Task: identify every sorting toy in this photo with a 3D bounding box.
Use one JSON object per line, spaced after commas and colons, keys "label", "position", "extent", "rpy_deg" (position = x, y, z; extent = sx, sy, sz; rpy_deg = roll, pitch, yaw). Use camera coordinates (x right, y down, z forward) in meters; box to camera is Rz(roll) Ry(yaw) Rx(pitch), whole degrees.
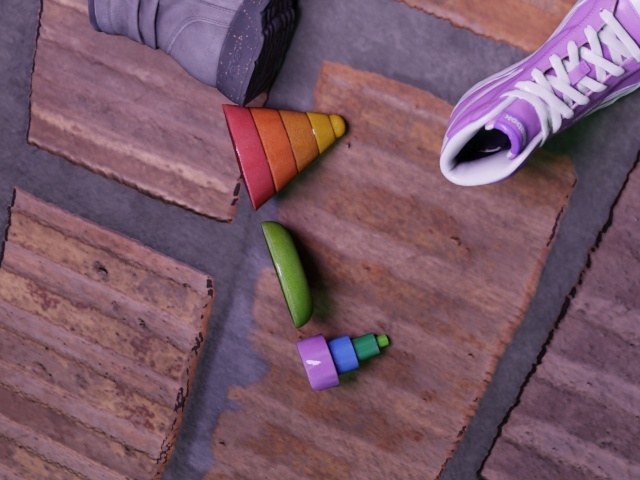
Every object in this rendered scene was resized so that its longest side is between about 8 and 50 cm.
{"label": "sorting toy", "position": [0.000, 0.000, 1.259], "extent": [0.126, 0.127, 0.365], "rpy_deg": [-19, 115, -4]}

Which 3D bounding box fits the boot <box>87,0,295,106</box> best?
{"label": "boot", "position": [-0.114, -0.315, 1.111], "extent": [0.223, 0.118, 0.338], "rpy_deg": [30, 119, 9]}

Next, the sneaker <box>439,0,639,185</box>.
{"label": "sneaker", "position": [0.229, -0.140, 1.047], "extent": [0.102, 0.161, 0.282], "rpy_deg": [47, 121, -6]}
